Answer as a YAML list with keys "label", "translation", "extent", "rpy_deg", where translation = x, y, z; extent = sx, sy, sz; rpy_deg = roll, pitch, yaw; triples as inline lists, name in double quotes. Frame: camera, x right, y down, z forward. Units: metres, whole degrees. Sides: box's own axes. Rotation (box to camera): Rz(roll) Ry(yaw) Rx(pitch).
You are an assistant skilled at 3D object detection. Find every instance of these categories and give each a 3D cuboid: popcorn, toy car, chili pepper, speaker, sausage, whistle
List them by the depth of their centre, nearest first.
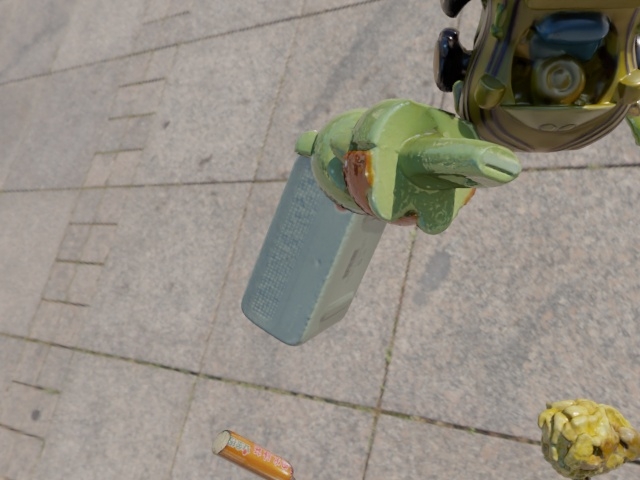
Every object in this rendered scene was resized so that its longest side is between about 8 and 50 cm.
- label: "toy car"
  translation: [0.204, -0.166, 0.601]
  extent: [0.200, 0.248, 0.142]
  rpy_deg: [-1, 53, 5]
- label: "whistle"
  translation: [0.072, -0.067, 0.611]
  extent: [0.288, 0.131, 0.106]
  rpy_deg: [21, 95, 67]
- label: "sausage"
  translation: [-0.067, 0.241, 0.754]
  extent: [0.031, 0.107, 0.031]
  rpy_deg: [-42, 27, 27]
- label: "chili pepper"
  translation: [0.457, -0.222, 1.005]
  extent: [0.049, 0.043, 0.208]
  rpy_deg: [-4, 73, 11]
- label: "popcorn"
  translation: [0.472, 0.354, 1.237]
  extent: [0.163, 0.194, 0.140]
  rpy_deg: [126, 143, -47]
- label: "speaker"
  translation: [0.000, 0.000, 1.325]
  extent: [0.183, 0.184, 0.406]
  rpy_deg: [31, 116, 17]
